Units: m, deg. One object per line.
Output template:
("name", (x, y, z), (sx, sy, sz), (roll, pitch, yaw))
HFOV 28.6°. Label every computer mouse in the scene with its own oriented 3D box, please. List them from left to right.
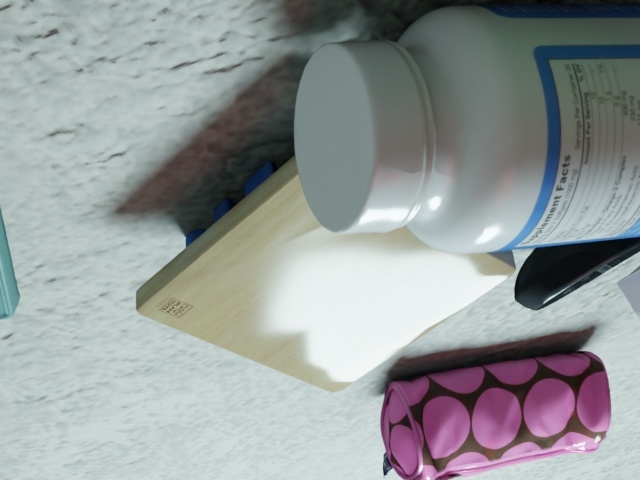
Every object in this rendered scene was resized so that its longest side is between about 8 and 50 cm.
("computer mouse", (0.237, -0.025, 0.877), (0.242, 0.041, 0.071), (-32, 168, 10))

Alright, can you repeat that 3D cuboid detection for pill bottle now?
("pill bottle", (0.104, -0.057, 0.634), (0.222, 0.124, 0.124), (-4, 150, -23))

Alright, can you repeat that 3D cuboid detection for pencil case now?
("pencil case", (0.156, 0.156, 1.091), (0.209, 0.098, 0.095), (-9, 151, -20))

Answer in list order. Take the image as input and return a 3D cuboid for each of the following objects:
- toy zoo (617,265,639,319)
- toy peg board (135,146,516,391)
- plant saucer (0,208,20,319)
("toy zoo", (0.295, -0.028, 0.780), (0.192, 0.030, 0.293), (-35, 173, 27))
("toy peg board", (0.000, 0.000, 0.750), (0.161, 0.079, 0.161), (26, 130, -34))
("plant saucer", (-0.201, 0.000, 0.668), (0.067, 0.018, 0.192), (-12, 151, -14))
